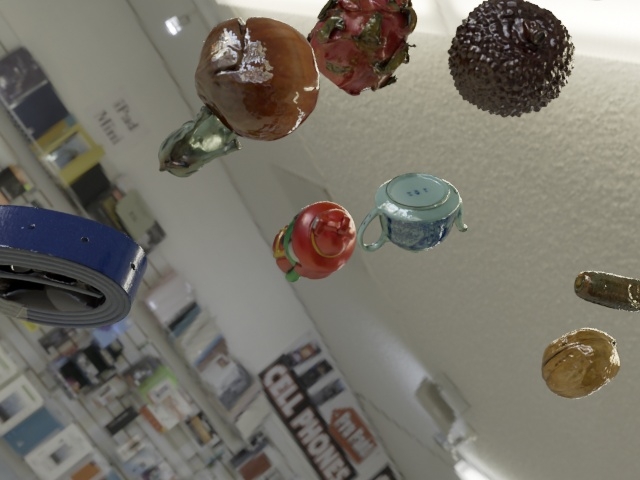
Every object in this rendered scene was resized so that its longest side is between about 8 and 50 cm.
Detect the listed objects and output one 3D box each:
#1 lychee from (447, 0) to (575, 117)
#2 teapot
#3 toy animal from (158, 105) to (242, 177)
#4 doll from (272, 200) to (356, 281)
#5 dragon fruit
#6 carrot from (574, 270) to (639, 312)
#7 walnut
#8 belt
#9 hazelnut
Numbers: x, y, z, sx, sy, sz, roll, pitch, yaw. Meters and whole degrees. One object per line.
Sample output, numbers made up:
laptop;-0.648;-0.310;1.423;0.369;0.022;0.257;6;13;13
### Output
lychee;0.458;-0.441;2.050;0.306;0.306;0.330;50;-19;6
teapot;0.178;-0.037;1.597;0.159;0.232;0.158;167;-90;-76
toy animal;-0.163;-0.178;1.332;0.089;0.170;0.255;54;20;-11
doll;-0.001;0.000;1.995;0.160;0.182;0.363;23;-17;-12
dragon fruit;0.116;-0.510;2.054;0.269;0.291;0.250;37;16;-9
carrot;0.632;0.114;1.615;0.343;0.070;0.070;13;-1;-23
walnut;0.570;0.273;1.857;0.144;0.180;0.144;44;30;-34
belt;-0.498;0.050;1.531;0.347;0.117;0.212;9;-43;2
hazelnut;-0.089;-0.219;1.177;0.182;0.182;0.182;46;-17;19
